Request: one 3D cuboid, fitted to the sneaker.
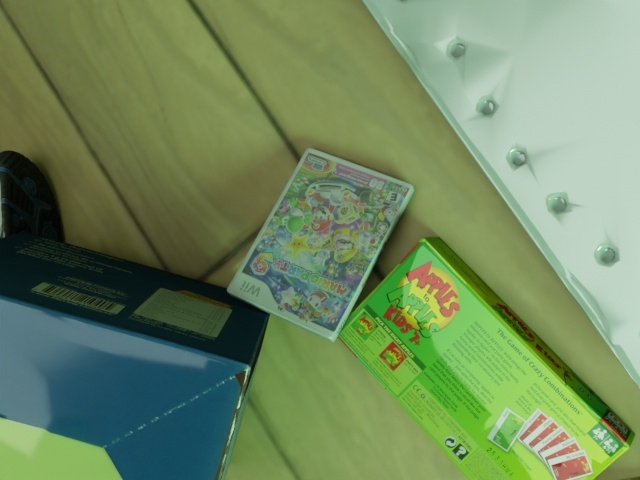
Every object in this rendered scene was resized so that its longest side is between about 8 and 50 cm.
[{"bbox_3d":[-0.256,0.033,0.759,0.081,0.080,0.211,-3,88,20],"label":"sneaker"}]

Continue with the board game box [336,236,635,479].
[{"bbox_3d":[0.105,0.093,0.626,0.181,0.043,0.092,47,106,16],"label":"board game box"}]

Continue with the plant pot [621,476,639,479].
[{"bbox_3d":[0.222,0.266,0.584,0.236,0.032,0.236,0,90,23],"label":"plant pot"}]

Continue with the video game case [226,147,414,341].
[{"bbox_3d":[0.000,0.000,0.659,0.087,0.011,0.122,22,75,24],"label":"video game case"}]

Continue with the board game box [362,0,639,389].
[{"bbox_3d":[0.261,-0.151,0.554,0.390,0.050,0.390,-37,76,19],"label":"board game box"}]

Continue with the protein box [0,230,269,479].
[{"bbox_3d":[-0.148,0.092,0.617,0.200,0.201,0.135,16,96,-1],"label":"protein box"}]
